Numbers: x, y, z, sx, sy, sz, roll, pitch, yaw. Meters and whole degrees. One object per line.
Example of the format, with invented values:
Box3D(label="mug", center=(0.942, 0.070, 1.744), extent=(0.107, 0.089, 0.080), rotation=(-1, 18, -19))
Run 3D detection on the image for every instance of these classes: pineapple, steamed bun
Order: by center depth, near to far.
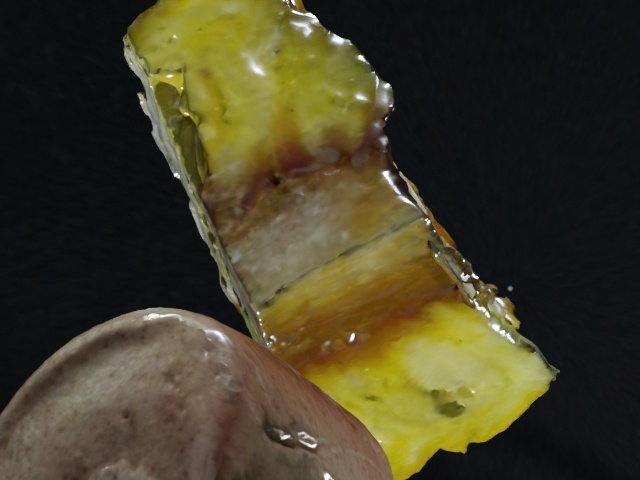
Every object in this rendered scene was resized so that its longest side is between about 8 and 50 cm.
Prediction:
Box3D(label="steamed bun", center=(-0.048, 0.118, 0.606), extent=(0.106, 0.145, 0.175), rotation=(7, -106, 28))
Box3D(label="pineapple", center=(0.000, 0.000, 0.778), extent=(0.114, 0.186, 0.236), rotation=(-34, -75, -3))
